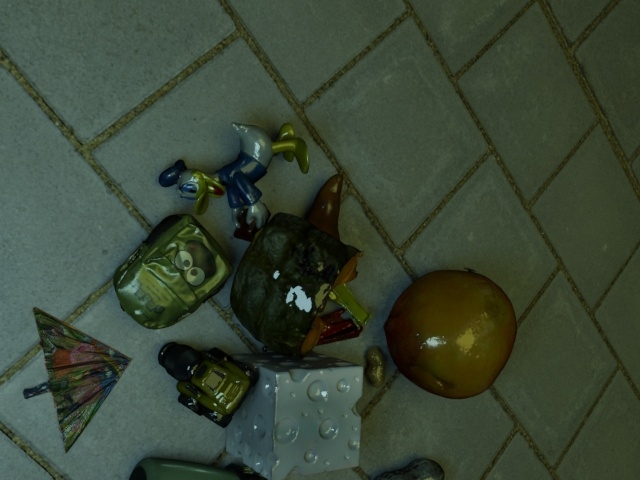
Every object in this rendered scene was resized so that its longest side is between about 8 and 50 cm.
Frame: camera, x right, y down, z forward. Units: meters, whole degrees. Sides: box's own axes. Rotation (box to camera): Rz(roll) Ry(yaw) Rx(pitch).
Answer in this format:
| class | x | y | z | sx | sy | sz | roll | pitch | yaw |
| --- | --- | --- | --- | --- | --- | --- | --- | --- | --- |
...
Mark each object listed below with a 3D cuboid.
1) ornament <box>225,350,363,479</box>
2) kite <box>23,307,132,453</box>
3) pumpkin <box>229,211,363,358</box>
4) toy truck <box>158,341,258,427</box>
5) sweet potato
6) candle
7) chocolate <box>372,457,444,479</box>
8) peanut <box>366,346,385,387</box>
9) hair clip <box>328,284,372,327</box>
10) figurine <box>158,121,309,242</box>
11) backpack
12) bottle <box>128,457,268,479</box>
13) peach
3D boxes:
| class | x | y | z | sx | sy | sz | roll | pitch | yaw |
| --- | --- | --- | --- | --- | --- | --- | --- | --- | --- |
| ornament | -0.064 | 0.401 | 1.567 | 0.239 | 0.239 | 0.239 | 3 | 89 | -32 |
| kite | -0.516 | 0.283 | 1.417 | 0.233 | 0.016 | 0.321 | -13 | 97 | -31 |
| pumpkin | -0.062 | 0.109 | 1.526 | 0.225 | 0.256 | 0.303 | 25 | 87 | 16 |
| toy truck | -0.258 | 0.301 | 1.459 | 0.165 | 0.224 | 0.147 | 46 | 69 | -30 |
| sweet potato | -0.002 | 0.005 | 1.682 | 0.112 | 0.112 | 0.360 | 4 | 86 | -32 |
| candle | -0.019 | 0.244 | 1.699 | 0.301 | 0.059 | 0.084 | -14 | 75 | -33 |
| chocolate | 0.246 | 0.678 | 1.838 | 0.248 | 0.110 | 0.110 | -12 | 96 | -31 |
| peanut | 0.151 | 0.348 | 1.812 | 0.053 | 0.054 | 0.113 | -4 | 90 | -32 |
| hair clip | 0.064 | 0.149 | 1.740 | 0.173 | 0.046 | 0.072 | 45 | 50 | -1 |
| figurine | -0.209 | -0.133 | 1.550 | 0.338 | 0.204 | 0.284 | -4 | 100 | -20 |
| backpack | -0.334 | 0.074 | 1.463 | 0.253 | 0.140 | 0.207 | -44 | 112 | -17 |
| bottle | -0.258 | 0.590 | 1.496 | 0.346 | 0.168 | 0.169 | 18 | 81 | -33 |
| peach | 0.354 | 0.250 | 1.797 | 0.372 | 0.289 | 0.373 | 0 | 90 | -27 |
